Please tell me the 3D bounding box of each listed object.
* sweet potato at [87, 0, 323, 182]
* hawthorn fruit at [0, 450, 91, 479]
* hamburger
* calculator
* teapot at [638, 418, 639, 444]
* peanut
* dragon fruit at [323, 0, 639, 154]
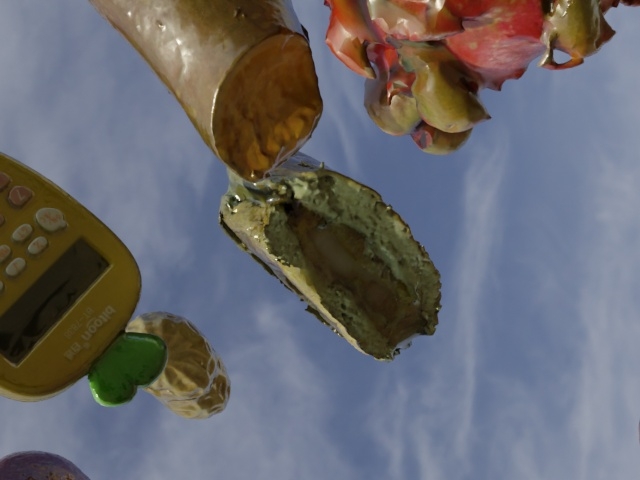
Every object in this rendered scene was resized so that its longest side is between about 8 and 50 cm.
[{"bbox_3d":[-0.076,-0.132,0.461,0.077,0.077,0.243,-25,-111,-34],"label":"sweet potato"},{"bbox_3d":[-0.363,0.391,1.238,0.266,0.210,0.230,-75,-21,-67],"label":"hawthorn fruit"},{"bbox_3d":[0.000,0.000,1.135,0.132,0.211,0.309,-48,-51,-4],"label":"hamburger"},{"bbox_3d":[-0.205,0.025,0.707,0.235,0.032,0.146,43,-128,-7],"label":"calculator"},{"bbox_3d":[0.232,0.139,0.567,0.146,0.116,0.148,47,-154,-44],"label":"teapot"},{"bbox_3d":[-0.146,0.134,1.108,0.194,0.093,0.083,56,-137,-57],"label":"peanut"},{"bbox_3d":[0.056,-0.110,0.402,0.150,0.133,0.207,-5,-39,-11],"label":"dragon fruit"}]
